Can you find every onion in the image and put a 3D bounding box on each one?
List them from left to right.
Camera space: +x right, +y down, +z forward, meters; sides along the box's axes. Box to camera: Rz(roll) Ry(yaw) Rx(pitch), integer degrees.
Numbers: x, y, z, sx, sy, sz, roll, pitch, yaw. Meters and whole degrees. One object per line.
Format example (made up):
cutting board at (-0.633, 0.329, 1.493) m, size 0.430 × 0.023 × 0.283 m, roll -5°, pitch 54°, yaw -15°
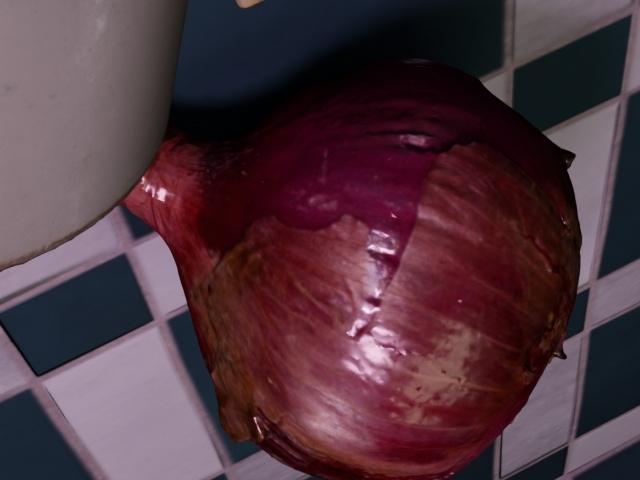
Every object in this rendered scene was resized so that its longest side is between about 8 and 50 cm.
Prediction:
onion at (0.000, 0.000, 1.009) m, size 0.385 × 0.348 × 0.348 m, roll 26°, pitch 126°, yaw -11°

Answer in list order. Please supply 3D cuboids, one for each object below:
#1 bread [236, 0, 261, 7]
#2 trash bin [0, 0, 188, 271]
bread at (0.003, -0.262, 0.645) m, size 0.239 × 0.246 × 0.111 m, roll -30°, pitch 147°, yaw -7°
trash bin at (-0.146, -0.220, 0.394) m, size 0.280 × 0.280 × 0.432 m, roll -14°, pitch 137°, yaw -27°
